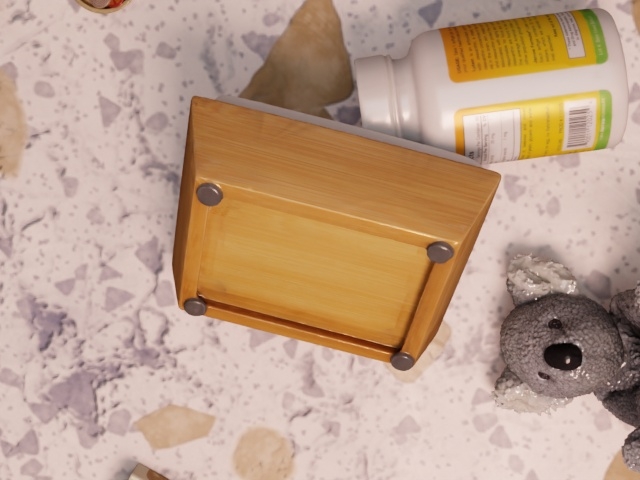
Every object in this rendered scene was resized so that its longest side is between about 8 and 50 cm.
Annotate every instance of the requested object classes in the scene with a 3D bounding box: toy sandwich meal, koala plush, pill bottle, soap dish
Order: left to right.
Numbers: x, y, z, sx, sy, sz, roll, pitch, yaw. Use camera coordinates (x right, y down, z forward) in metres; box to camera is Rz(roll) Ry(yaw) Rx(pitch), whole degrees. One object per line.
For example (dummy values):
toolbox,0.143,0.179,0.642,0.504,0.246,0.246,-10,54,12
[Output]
toy sandwich meal,-0.225,-0.273,1.086,0.085,0.029,0.086,0,97,2
soap dish,0.000,0.000,1.021,0.290,0.118,0.229,14,135,-1
pill bottle,0.160,-0.142,1.036,0.245,0.136,0.136,-7,97,3
koala plush,0.281,0.112,1.064,0.221,0.203,0.196,5,98,23

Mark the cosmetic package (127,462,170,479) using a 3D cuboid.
cosmetic package,-0.163,0.295,1.148,0.115,0.041,0.060,31,96,-2
